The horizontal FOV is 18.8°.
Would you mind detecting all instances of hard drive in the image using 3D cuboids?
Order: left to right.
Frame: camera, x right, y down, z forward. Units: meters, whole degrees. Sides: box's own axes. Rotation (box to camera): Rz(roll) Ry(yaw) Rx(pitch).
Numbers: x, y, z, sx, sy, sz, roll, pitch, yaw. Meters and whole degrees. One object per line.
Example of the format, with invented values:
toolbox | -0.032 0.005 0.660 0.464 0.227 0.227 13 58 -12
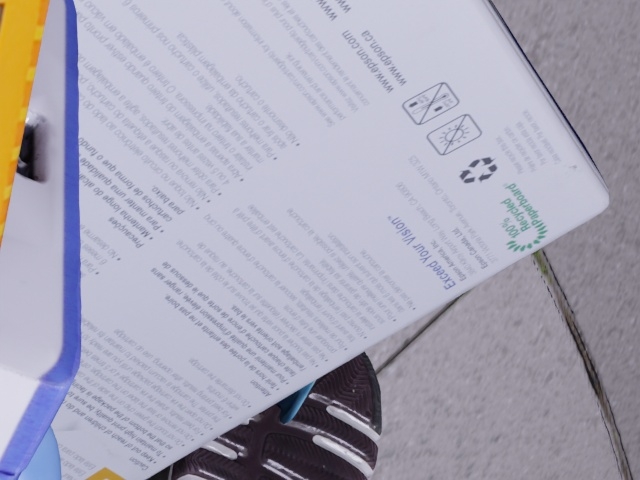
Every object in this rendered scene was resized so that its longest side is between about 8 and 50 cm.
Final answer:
hard drive | -0.155 0.093 0.606 0.040 0.210 0.318 20 120 -20

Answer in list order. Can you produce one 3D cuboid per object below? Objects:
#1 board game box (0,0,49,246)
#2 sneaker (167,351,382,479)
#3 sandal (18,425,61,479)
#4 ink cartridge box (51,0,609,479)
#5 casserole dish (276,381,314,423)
board game box | -0.298 -0.096 0.385 0.356 0.356 0.356 -5 115 -47
sneaker | -0.066 0.176 1.035 0.162 0.106 0.281 -44 -161 50
sandal | -0.162 0.181 0.817 0.138 0.126 0.317 -16 137 -45
ink cartridge box | -0.078 -0.020 0.780 0.330 0.071 0.324 -30 147 9
casserole dish | 0.000 0.000 0.984 0.114 0.037 0.188 133 -21 -71
